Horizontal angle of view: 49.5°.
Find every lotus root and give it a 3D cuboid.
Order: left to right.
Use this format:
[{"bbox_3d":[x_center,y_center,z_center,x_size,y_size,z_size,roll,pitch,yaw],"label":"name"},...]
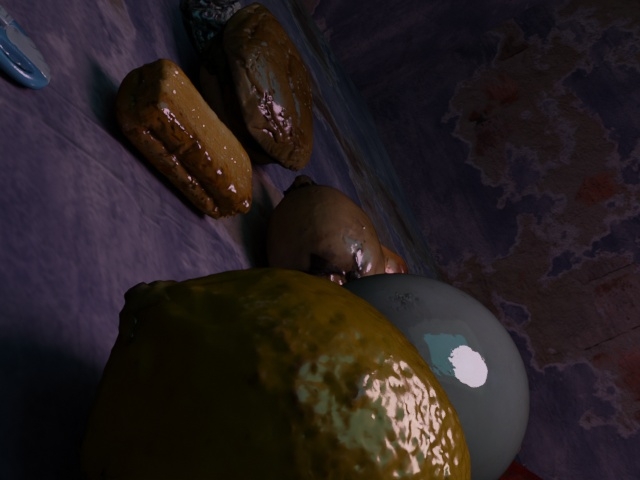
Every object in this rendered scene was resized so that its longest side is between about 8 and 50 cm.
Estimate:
[{"bbox_3d":[0.000,0.000,1.062,0.183,0.182,0.310,54,10,-33],"label":"lotus root"}]

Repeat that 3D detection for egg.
[{"bbox_3d":[0.103,0.181,0.829,0.389,0.276,0.276,23,40,-54],"label":"egg"}]

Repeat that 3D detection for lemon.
[{"bbox_3d":[-0.028,0.150,0.476,0.310,0.253,0.253,58,14,-19],"label":"lemon"}]

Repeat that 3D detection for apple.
[{"bbox_3d":[0.104,0.066,1.355,0.146,0.146,0.146,57,15,-24],"label":"apple"}]

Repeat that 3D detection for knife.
[{"bbox_3d":[-0.309,-0.213,0.579,0.222,0.031,0.064,50,22,-43],"label":"knife"}]

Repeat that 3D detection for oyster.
[{"bbox_3d":[-0.192,-0.400,1.323,0.199,0.087,0.252,63,26,1],"label":"oyster"}]

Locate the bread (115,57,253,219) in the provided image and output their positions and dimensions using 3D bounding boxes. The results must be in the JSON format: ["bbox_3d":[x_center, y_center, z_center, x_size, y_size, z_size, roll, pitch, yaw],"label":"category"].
[{"bbox_3d":[-0.160,-0.115,0.839,0.211,0.083,0.114,50,24,-43],"label":"bread"}]

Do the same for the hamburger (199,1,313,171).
[{"bbox_3d":[-0.090,-0.259,1.192,0.265,0.134,0.285,43,39,-45],"label":"hamburger"}]

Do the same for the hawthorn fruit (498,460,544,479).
[{"bbox_3d":[0.273,0.430,1.047,0.224,0.261,0.224,6,83,-55],"label":"hawthorn fruit"}]
